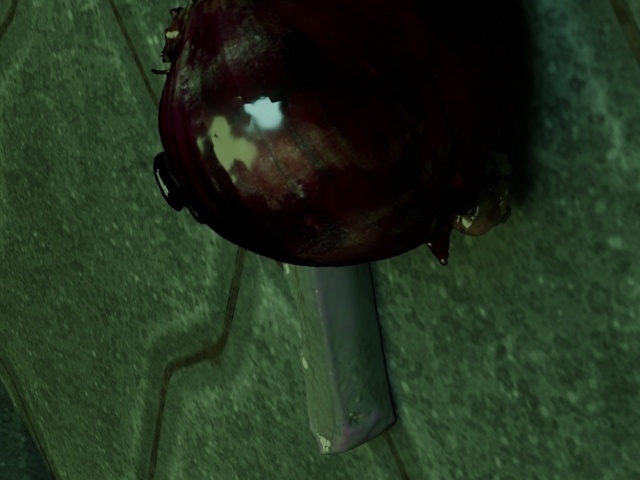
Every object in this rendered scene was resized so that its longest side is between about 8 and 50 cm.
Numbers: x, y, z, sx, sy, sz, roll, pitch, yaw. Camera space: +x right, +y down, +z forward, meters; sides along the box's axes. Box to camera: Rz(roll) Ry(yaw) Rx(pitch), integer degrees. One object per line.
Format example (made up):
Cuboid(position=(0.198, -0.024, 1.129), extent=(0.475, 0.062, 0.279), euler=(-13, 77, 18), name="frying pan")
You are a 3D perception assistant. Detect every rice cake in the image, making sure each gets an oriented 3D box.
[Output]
Cuboid(position=(0.001, 0.001, 1.058), extent=(0.064, 0.070, 0.399), euler=(17, 124, 49), name="rice cake")

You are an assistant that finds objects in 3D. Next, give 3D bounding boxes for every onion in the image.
Cuboid(position=(0.009, -0.095, 0.788), extent=(0.221, 0.281, 0.281), euler=(-21, 91, 27), name="onion")
